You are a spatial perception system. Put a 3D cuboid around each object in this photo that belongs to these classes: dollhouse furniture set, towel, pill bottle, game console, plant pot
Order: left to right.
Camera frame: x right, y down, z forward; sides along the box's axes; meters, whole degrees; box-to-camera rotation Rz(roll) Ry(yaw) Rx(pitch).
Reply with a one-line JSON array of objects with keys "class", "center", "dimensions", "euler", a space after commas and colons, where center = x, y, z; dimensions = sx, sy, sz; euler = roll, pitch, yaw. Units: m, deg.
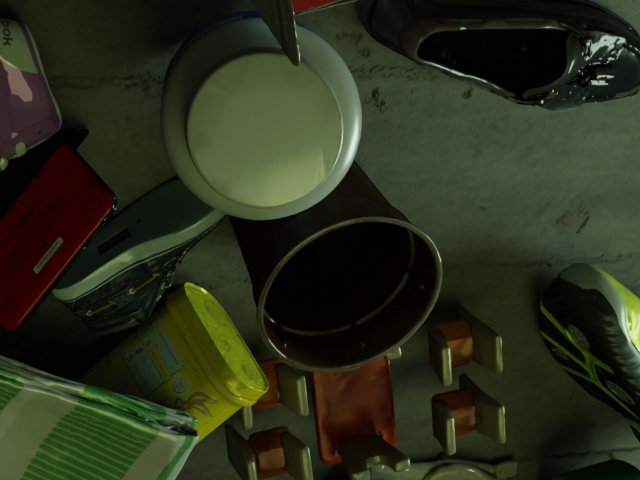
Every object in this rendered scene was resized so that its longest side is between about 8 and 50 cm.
[{"class": "towel", "center": [-0.297, 0.204, 1.592], "dimensions": [0.324, 0.038, 0.248], "euler": [20, 115, -25]}, {"class": "game console", "center": [-0.222, -0.010, 1.513], "dimensions": [0.144, 0.124, 0.085], "euler": [-50, 152, 12]}, {"class": "pill bottle", "center": [-0.047, -0.098, 1.422], "dimensions": [0.152, 0.272, 0.152], "euler": [-1, 99, -5]}, {"class": "plant pot", "center": [0.000, 0.000, 1.615], "dimensions": [0.167, 0.165, 0.167], "euler": [-12, 130, -15]}, {"class": "dollhouse furniture set", "center": [0.036, 0.194, 1.825], "dimensions": [0.262, 0.135, 0.259], "euler": [-11, 112, -16]}]

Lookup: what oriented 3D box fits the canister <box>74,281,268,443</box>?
[{"class": "canister", "center": [-0.148, 0.139, 1.688], "dimensions": [0.170, 0.126, 0.073], "euler": [-40, 153, 13]}]

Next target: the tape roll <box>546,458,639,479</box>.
[{"class": "tape roll", "center": [0.325, 0.399, 1.980], "dimensions": [0.077, 0.321, 0.321], "euler": [-14, 131, -14]}]

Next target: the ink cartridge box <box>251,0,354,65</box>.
[{"class": "ink cartridge box", "center": [-0.019, -0.321, 1.273], "dimensions": [0.130, 0.272, 0.309], "euler": [-17, 132, -10]}]

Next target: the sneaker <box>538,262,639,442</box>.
[{"class": "sneaker", "center": [0.360, 0.125, 1.915], "dimensions": [0.147, 0.145, 0.384], "euler": [-51, 129, -7]}]

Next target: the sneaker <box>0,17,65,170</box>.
[{"class": "sneaker", "center": [-0.285, -0.052, 1.491], "dimensions": [0.161, 0.102, 0.282], "euler": [-5, 129, -27]}]

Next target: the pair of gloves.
[{"class": "pair of gloves", "center": [0.101, 0.331, 2.015], "dimensions": [0.204, 0.042, 0.240], "euler": [5, 119, -21]}]

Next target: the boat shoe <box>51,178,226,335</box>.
[{"class": "boat shoe", "center": [-0.147, 0.013, 1.634], "dimensions": [0.183, 0.065, 0.083], "euler": [-28, 136, 7]}]

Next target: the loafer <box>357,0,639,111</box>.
[{"class": "loafer", "center": [0.173, -0.160, 1.610], "dimensions": [0.302, 0.095, 0.109], "euler": [11, 122, -31]}]
